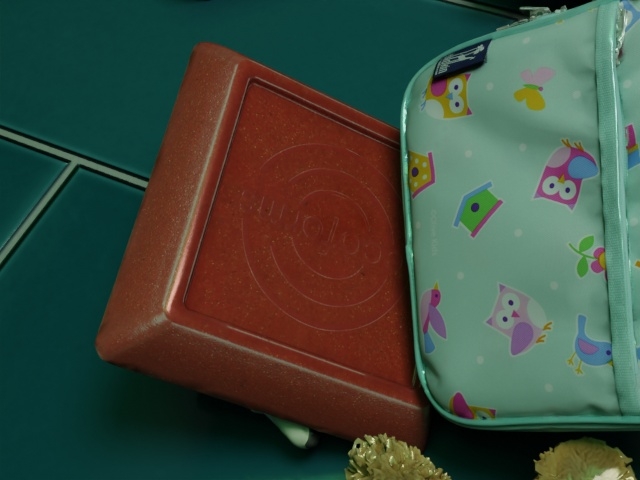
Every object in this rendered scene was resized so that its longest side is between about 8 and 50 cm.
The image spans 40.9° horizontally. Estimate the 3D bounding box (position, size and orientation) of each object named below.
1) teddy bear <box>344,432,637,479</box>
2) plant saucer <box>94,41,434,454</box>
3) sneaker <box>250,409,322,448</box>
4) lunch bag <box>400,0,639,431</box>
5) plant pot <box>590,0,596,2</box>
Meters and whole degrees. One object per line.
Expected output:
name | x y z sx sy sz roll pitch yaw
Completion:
teddy bear | 0.061 0.252 0.535 0.338 0.113 0.245 -38 54 -9
plant saucer | 0.000 0.000 0.628 0.258 0.048 0.259 22 66 -20
sneaker | -0.061 0.107 0.666 0.075 0.057 0.161 -37 61 2
lunch bag | 0.166 -0.017 0.560 0.224 0.108 0.279 -10 78 44
plant pot | 0.291 -0.107 0.625 0.167 0.167 0.165 -15 63 -4
